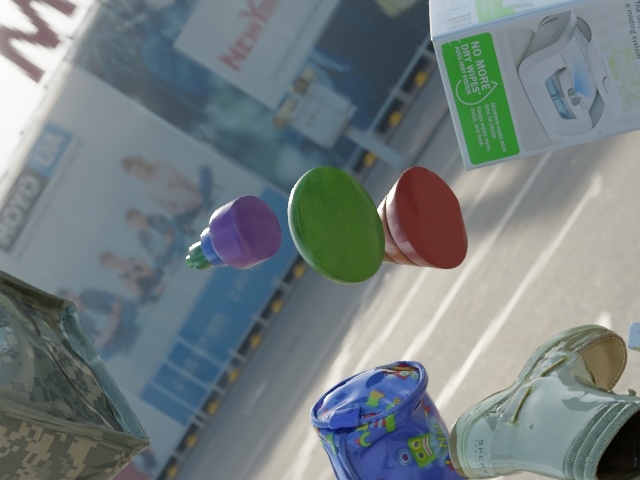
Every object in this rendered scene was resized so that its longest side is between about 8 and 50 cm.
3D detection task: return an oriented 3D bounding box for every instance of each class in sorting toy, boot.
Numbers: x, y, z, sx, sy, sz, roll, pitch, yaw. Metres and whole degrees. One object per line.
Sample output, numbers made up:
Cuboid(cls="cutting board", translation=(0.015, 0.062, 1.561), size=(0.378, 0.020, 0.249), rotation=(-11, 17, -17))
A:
Cuboid(cls="sorting toy", translation=(0.000, 0.000, 1.469), size=(0.365, 0.127, 0.126), rotation=(-5, -16, -46))
Cuboid(cls="boot", translation=(0.230, 0.138, 1.134), size=(0.213, 0.077, 0.165), rotation=(-30, 18, -36))

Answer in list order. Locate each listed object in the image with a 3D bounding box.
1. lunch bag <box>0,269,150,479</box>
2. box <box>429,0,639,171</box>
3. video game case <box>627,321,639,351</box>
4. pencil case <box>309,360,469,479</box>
Cuboid(cls="lunch bag", translation=(-0.291, 0.114, 0.803), size=(0.235, 0.169, 0.287), rotation=(-45, -36, 10))
Cuboid(cls="box", translation=(0.216, -0.189, 1.182), size=(0.231, 0.127, 0.262), rotation=(-13, 24, 9))
Cuboid(cls="video game case", translation=(0.390, 0.097, 1.080), size=(0.206, 0.227, 0.026), rotation=(1, 80, 46))
Cuboid(cls="pencil case", translation=(0.095, 0.273, 1.329), size=(0.119, 0.306, 0.133), rotation=(-16, 12, 32))
